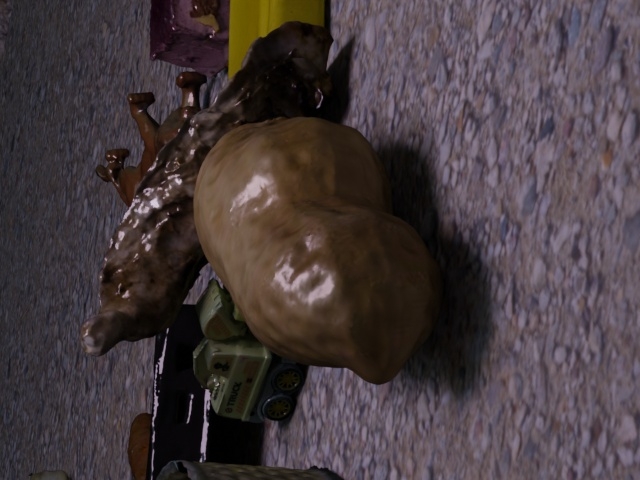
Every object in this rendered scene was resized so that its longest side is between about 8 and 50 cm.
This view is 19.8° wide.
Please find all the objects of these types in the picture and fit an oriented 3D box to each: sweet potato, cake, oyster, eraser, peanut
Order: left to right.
[{"bbox_3d":[-0.205,0.268,2.223,0.206,0.060,0.068,-97,-16,-66],"label":"sweet potato"},{"bbox_3d":[-0.130,-0.345,2.173,0.113,0.116,0.295,-176,91,-66],"label":"cake"},{"bbox_3d":[-0.103,-0.038,1.854,0.396,0.111,0.204,-54,-12,-6],"label":"oyster"},{"bbox_3d":[-0.048,-0.275,1.981,0.158,0.069,0.226,134,139,-62],"label":"eraser"},{"bbox_3d":[0.000,0.000,1.609,0.192,0.169,0.387,-70,26,19],"label":"peanut"}]

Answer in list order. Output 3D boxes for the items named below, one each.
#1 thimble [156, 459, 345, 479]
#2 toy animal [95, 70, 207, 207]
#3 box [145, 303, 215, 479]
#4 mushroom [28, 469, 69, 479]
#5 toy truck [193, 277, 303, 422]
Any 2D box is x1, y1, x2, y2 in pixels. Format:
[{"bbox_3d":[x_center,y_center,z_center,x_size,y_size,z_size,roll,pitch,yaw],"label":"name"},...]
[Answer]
[{"bbox_3d":[-0.076,0.335,1.709,0.271,0.150,0.271,-173,90,-70],"label":"thimble"},{"bbox_3d":[-0.198,-0.100,2.301,0.312,0.097,0.157,125,140,-55],"label":"toy animal"},{"bbox_3d":[-0.156,0.229,2.017,0.289,0.073,0.290,114,159,-76],"label":"box"},{"bbox_3d":[-0.418,0.496,2.697,0.100,0.081,0.312,-31,52,58],"label":"mushroom"},{"bbox_3d":[-0.071,0.093,1.835,0.085,0.116,0.191,-113,35,-52],"label":"toy truck"}]
